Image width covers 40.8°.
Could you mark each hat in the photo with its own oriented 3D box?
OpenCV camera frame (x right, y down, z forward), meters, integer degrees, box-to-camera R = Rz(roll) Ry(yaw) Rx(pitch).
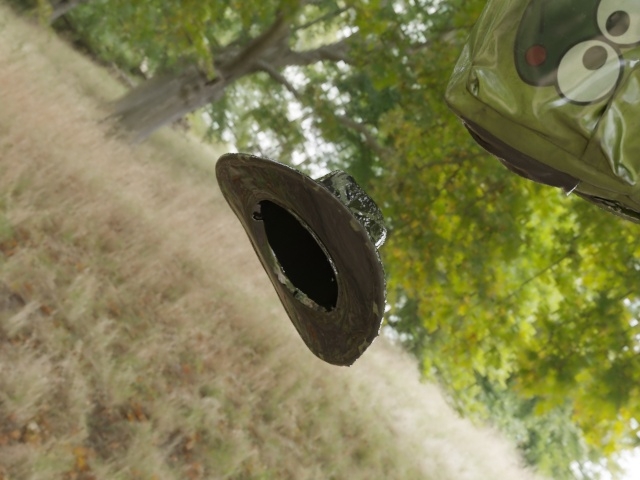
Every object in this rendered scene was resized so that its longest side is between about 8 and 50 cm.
[{"bbox_3d":[0.000,0.000,0.402,0.121,0.050,0.121,42,-28,29],"label":"hat"}]

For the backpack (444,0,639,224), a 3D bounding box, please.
[{"bbox_3d":[0.232,-0.116,0.620,0.253,0.207,0.140,32,14,11],"label":"backpack"}]
